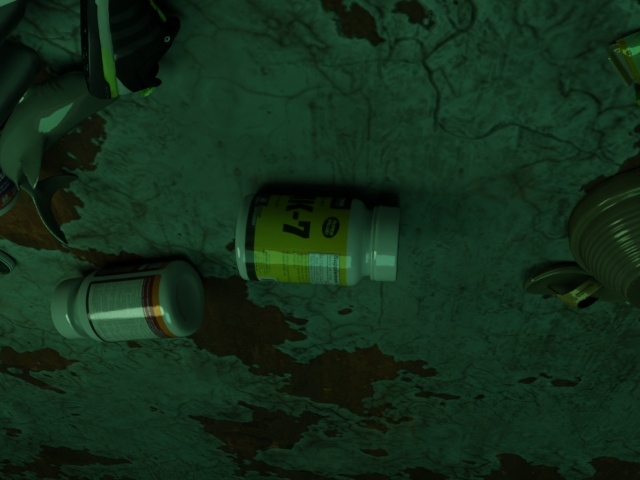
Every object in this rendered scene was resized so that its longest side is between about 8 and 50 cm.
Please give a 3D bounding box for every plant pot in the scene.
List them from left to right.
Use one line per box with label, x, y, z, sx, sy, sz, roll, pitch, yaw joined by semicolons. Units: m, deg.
plant pot;0.440;0.018;0.947;0.237;0.109;0.237;6;144;4

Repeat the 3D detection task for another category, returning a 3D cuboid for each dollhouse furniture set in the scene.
dollhouse furniture set;0.360;-0.153;0.768;0.076;0.058;0.152;-22;135;35

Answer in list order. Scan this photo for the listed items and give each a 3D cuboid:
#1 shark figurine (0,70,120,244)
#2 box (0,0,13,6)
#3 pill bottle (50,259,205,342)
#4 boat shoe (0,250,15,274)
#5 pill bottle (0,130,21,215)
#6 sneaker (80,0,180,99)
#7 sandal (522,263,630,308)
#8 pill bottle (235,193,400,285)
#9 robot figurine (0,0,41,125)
shark figurine;-0.342;-0.095;0.903;0.166;0.116;0.278;1;147;-34
box;-0.260;-0.282;0.569;0.130;0.091;0.170;-14;143;16
pill bottle;-0.307;0.101;1.196;0.221;0.121;0.121;-7;142;20
boat shoe;-0.567;0.025;1.210;0.142;0.040;0.049;31;138;-29
pill bottle;-0.451;-0.118;0.932;0.108;0.108;0.193;7;145;1
sneaker;-0.192;-0.239;0.762;0.097;0.084;0.234;-7;150;-21
sandal;0.387;0.075;1.086;0.180;0.049;0.072;9;144;-1
pill bottle;0.000;0.000;0.998;0.209;0.119;0.119;3;144;6
robot figurine;-0.457;-0.209;0.708;0.353;0.199;0.300;15;141;5
